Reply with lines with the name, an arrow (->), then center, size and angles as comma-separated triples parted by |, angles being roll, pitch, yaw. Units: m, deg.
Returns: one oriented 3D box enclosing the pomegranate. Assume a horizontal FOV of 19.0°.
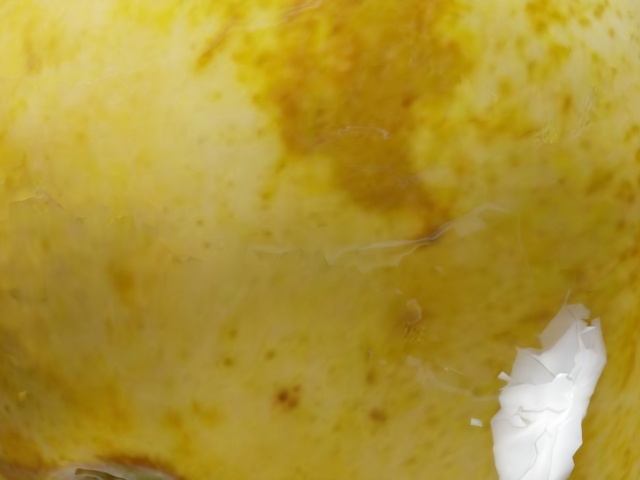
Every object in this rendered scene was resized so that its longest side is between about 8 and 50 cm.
pomegranate -> 0.000, 0.000, 0.831 | 0.417, 0.416, 0.416 | 2, 56, -3
